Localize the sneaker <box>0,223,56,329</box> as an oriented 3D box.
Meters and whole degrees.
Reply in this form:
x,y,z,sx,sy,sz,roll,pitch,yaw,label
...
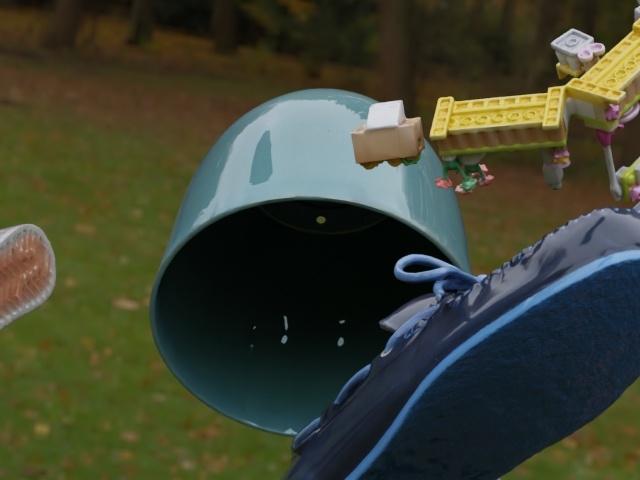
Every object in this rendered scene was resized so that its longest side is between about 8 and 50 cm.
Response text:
x,y,z,sx,sy,sz,roll,pitch,yaw,label
-0.367,0.055,1.858,0.121,0.108,0.302,-10,5,23,sneaker

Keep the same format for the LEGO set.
x,y,z,sx,sy,sz,roll,pitch,yaw,label
0.172,-0.079,1.463,0.287,0.107,0.132,-26,37,-11,LEGO set

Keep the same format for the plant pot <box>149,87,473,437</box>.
x,y,z,sx,sy,sz,roll,pitch,yaw,label
0.000,0.000,1.845,0.293,0.293,0.235,10,40,-5,plant pot

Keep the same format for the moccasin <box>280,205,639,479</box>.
x,y,z,sx,sy,sz,roll,pitch,yaw,label
0.071,0.075,1.193,0.138,0.342,0.117,24,39,-34,moccasin

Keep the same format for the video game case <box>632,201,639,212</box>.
x,y,z,sx,sy,sz,roll,pitch,yaw,label
0.337,0.005,1.949,0.026,0.274,0.196,48,4,29,video game case

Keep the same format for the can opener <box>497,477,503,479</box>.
x,y,z,sx,sy,sz,roll,pitch,yaw,label
0.183,0.301,1.897,0.074,0.280,0.093,-21,-21,-21,can opener
